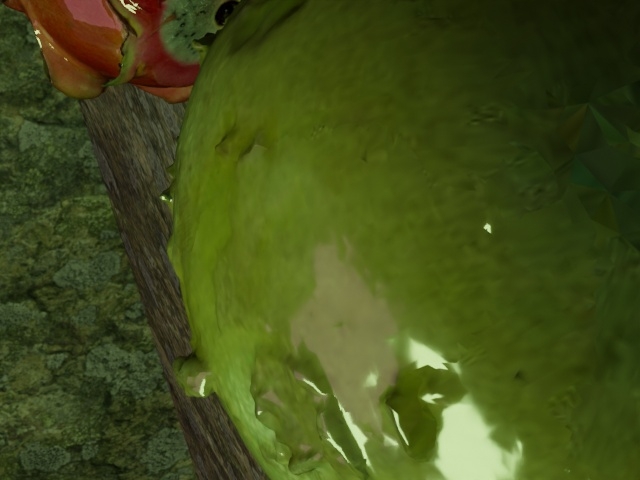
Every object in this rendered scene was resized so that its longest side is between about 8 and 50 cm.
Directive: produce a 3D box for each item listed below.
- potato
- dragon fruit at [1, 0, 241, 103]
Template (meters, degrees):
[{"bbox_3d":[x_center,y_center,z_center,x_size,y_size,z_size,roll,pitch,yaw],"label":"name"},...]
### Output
[{"bbox_3d":[0.107,0.039,0.519,0.359,0.269,0.219,62,160,6],"label":"potato"},{"bbox_3d":[-0.143,-0.215,1.252,0.227,0.224,0.224,50,159,39],"label":"dragon fruit"}]
